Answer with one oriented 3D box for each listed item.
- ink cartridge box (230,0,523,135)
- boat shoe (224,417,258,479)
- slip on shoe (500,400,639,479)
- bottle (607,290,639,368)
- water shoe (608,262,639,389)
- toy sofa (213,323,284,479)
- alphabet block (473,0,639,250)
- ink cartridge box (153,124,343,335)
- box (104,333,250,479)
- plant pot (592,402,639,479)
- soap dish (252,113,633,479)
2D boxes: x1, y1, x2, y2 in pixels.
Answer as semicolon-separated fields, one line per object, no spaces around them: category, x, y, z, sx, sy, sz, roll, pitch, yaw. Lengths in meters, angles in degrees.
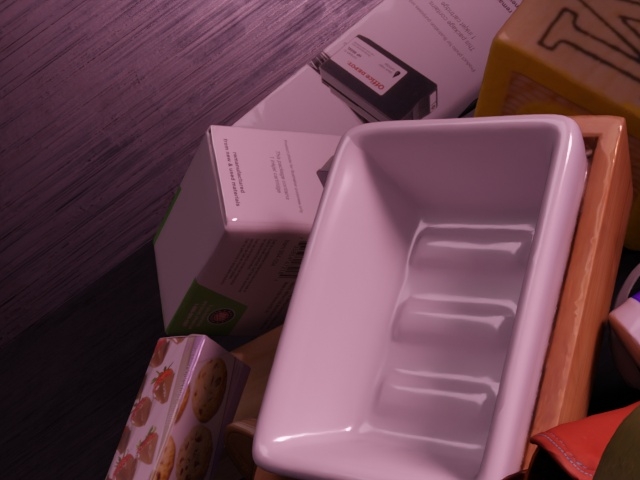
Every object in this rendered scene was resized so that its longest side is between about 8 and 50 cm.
ink cartridge box;0.089;-0.143;1.499;0.395;0.166;0.285;-40;-16;1
boat shoe;0.000;0.184;0.984;0.170;0.063;0.059;24;38;29
slip on shoe;0.162;0.134;0.651;0.331;0.101;0.123;-38;14;-6
bottle;0.324;-0.005;0.811;0.283;0.118;0.092;-35;14;0
water shoe;0.285;0.028;0.892;0.203;0.073;0.080;-44;18;-29
toy sofa;0.040;0.121;1.091;0.363;0.177;0.150;-29;39;26
alphabet block;0.269;-0.145;1.088;0.197;0.193;0.192;-51;-17;-23
ink cartridge box;0.000;0.000;1.175;0.273;0.114;0.198;2;-34;-25
box;-0.143;0.231;0.984;0.063;0.067;0.324;-8;53;43
plant pot;0.205;0.132;0.407;0.276;0.276;0.254;-36;1;-2
soap dish;0.091;0.056;0.859;0.229;0.118;0.290;2;69;41
